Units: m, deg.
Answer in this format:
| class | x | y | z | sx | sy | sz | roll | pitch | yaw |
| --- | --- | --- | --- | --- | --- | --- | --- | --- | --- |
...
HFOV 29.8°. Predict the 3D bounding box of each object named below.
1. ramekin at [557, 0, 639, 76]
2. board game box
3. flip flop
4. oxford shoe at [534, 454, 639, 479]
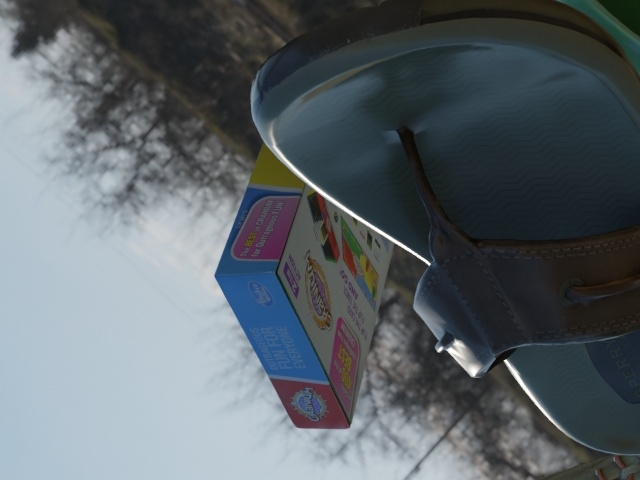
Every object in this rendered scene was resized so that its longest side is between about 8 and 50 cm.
| class | x | y | z | sx | sy | sz | roll | pitch | yaw |
| --- | --- | --- | --- | --- | --- | --- | --- | --- | --- |
| ramekin | 0.322 | -0.170 | 1.175 | 0.303 | 0.148 | 0.303 | 18 | -143 | -15 |
| board game box | 0.000 | 0.000 | 1.265 | 0.316 | 0.064 | 0.242 | -73 | -30 | -42 |
| flip flop | 0.080 | 0.017 | 0.423 | 0.277 | 0.112 | 0.080 | 48 | -150 | -41 |
| oxford shoe | 0.240 | 0.196 | 0.923 | 0.140 | 0.397 | 0.146 | -106 | 1 | -51 |
